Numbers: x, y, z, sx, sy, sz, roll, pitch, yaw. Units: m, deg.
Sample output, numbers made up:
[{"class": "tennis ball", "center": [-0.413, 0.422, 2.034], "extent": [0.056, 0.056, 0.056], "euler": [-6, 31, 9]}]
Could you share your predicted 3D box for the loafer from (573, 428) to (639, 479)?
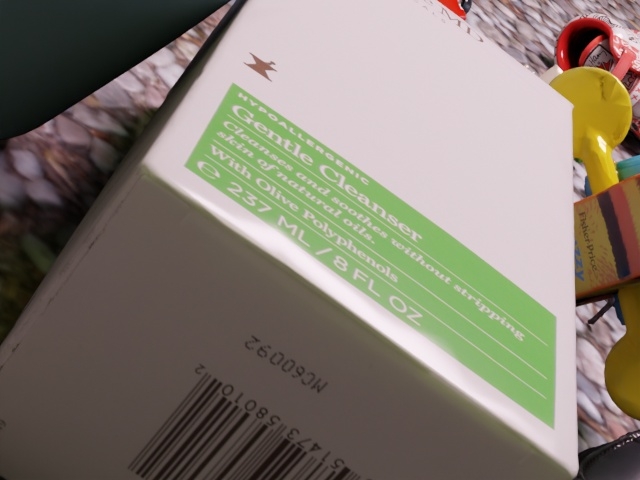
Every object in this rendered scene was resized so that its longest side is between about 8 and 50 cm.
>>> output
[{"class": "loafer", "center": [0.200, 0.132, 0.846], "extent": [0.223, 0.078, 0.076], "euler": [2, 45, -53]}]

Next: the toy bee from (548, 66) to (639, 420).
[{"class": "toy bee", "center": [0.160, 0.019, 0.884], "extent": [0.162, 0.298, 0.195], "euler": [-12, 61, -16]}]

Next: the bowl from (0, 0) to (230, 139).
[{"class": "bowl", "center": [-0.189, -0.163, 0.687], "extent": [0.311, 0.163, 0.311], "euler": [32, 26, -18]}]

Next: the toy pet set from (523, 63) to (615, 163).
[{"class": "toy pet set", "center": [0.179, -0.084, 1.217], "extent": [0.122, 0.065, 0.114], "euler": [50, -8, 13]}]

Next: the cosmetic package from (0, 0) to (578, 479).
[{"class": "cosmetic package", "center": [0.000, 0.000, 0.697], "extent": [0.197, 0.155, 0.365], "euler": [35, 27, -10]}]

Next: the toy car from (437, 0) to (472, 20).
[{"class": "toy car", "center": [0.070, -0.119, 1.076], "extent": [0.225, 0.053, 0.239], "euler": [-27, 86, -53]}]

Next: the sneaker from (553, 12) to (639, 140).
[{"class": "sneaker", "center": [0.318, -0.112, 1.394], "extent": [0.145, 0.090, 0.270], "euler": [16, 31, -40]}]
